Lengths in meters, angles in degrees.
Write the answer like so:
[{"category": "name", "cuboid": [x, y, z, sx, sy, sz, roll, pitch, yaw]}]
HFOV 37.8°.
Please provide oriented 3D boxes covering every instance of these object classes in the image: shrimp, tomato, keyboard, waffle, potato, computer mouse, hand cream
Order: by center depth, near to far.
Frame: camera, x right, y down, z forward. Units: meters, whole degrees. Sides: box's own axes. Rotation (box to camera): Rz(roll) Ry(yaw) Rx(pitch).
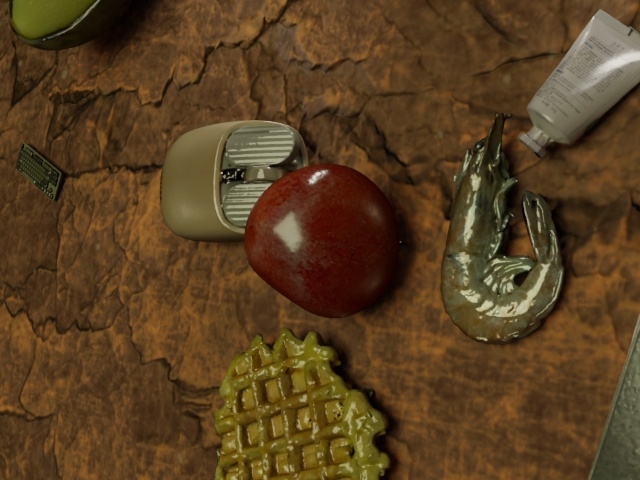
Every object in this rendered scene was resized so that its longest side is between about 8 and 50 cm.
[{"category": "hand cream", "cuboid": [0.239, -0.137, 0.859, 0.142, 0.053, 0.084, -48, 56, 7]}, {"category": "shrimp", "cuboid": [0.177, -0.011, 0.891, 0.126, 0.047, 0.223, 8, 93, 36]}, {"category": "tomato", "cuboid": [0.000, 0.000, 0.977, 0.167, 0.167, 0.167, -6, 80, 40]}, {"category": "waffle", "cuboid": [-0.036, 0.243, 1.038, 0.262, 0.060, 0.280, 39, 108, 41]}, {"category": "computer mouse", "cuboid": [-0.114, -0.071, 1.130, 0.236, 0.082, 0.145, 0, 84, 42]}, {"category": "potato", "cuboid": [-0.314, -0.370, 1.322, 0.272, 0.111, 0.160, -43, 66, 13]}, {"category": "keyboard", "cuboid": [-0.441, -0.109, 1.462, 0.129, 0.015, 0.049, 34, 107, 38]}]

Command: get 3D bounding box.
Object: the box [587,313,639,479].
[{"category": "box", "cuboid": [0.372, 0.180, 0.695, 0.325, 0.047, 0.180, 21, 98, 40]}]
